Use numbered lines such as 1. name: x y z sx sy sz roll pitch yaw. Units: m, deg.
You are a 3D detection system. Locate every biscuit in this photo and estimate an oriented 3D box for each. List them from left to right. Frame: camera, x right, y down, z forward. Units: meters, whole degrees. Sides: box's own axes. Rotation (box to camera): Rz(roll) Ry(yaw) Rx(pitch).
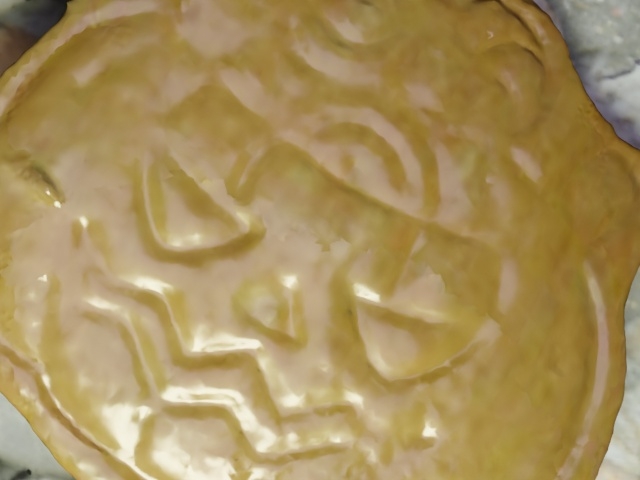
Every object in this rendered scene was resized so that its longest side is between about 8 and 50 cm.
1. biscuit: 0.001 0.000 0.931 0.385 0.062 0.365 28 75 -9
